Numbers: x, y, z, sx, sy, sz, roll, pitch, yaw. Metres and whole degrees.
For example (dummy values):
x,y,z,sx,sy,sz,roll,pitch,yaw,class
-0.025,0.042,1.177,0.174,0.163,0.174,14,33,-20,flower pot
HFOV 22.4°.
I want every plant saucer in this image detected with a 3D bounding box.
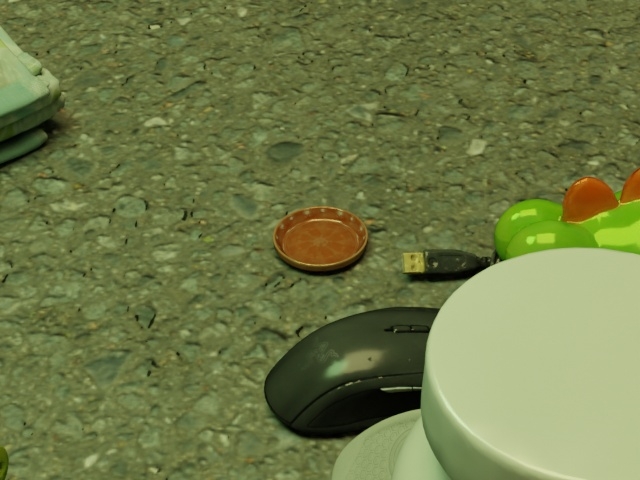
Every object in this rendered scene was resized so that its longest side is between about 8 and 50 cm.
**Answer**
x,y,z,sx,sy,sz,roll,pitch,yaw,class
0.000,0.000,1.426,0.084,0.013,0.083,0,39,0,plant saucer

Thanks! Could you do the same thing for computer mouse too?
x,y,z,sx,sy,sz,roll,pitch,yaw,class
0.075,0.062,1.312,0.262,0.060,0.184,-8,41,-9,computer mouse

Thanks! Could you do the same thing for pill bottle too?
x,y,z,sx,sy,sz,roll,pitch,yaw,class
0.141,0.196,0.909,0.210,0.363,0.210,0,40,0,pill bottle

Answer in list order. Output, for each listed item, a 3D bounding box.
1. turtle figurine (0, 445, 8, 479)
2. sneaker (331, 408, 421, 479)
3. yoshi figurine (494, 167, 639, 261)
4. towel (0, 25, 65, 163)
x,y,z,sx,sy,sz,roll,pitch,yaw,class
-0.346,0.186,1.157,0.217,0.087,0.269,13,64,12,turtle figurine
0.153,0.184,1.145,0.296,0.147,0.104,-8,63,38,sneaker
0.288,0.070,1.230,0.362,0.203,0.203,12,78,-14,yoshi figurine
-0.473,-0.154,1.514,0.374,0.090,0.320,-28,63,-33,towel
